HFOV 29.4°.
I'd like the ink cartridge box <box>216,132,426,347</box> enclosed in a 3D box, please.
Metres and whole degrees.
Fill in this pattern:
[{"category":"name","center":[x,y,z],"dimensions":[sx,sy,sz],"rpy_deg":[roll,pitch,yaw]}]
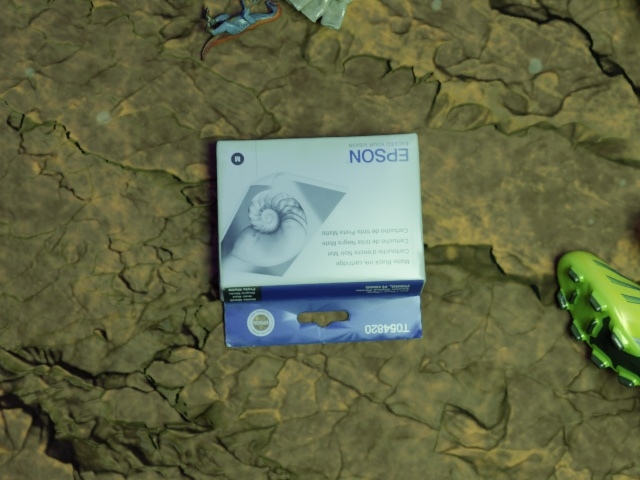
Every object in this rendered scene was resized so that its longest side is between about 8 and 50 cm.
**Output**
[{"category":"ink cartridge box","center":[0.000,0.000,1.312],"dimensions":[0.223,0.045,0.224],"rpy_deg":[-3,86,-2]}]

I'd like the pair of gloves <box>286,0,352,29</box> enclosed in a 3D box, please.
[{"category":"pair of gloves","center":[-0.022,-0.366,1.332],"dimensions":[0.240,0.042,0.204],"rpy_deg":[34,91,13]}]

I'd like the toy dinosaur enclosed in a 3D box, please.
[{"category":"toy dinosaur","center":[-0.086,-0.242,1.343],"dimensions":[0.082,0.047,0.090],"rpy_deg":[5,123,-14]}]

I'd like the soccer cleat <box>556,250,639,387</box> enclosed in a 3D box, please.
[{"category":"soccer cleat","center":[0.364,0.105,1.262],"dimensions":[0.121,0.093,0.289],"rpy_deg":[-30,55,-21]}]
